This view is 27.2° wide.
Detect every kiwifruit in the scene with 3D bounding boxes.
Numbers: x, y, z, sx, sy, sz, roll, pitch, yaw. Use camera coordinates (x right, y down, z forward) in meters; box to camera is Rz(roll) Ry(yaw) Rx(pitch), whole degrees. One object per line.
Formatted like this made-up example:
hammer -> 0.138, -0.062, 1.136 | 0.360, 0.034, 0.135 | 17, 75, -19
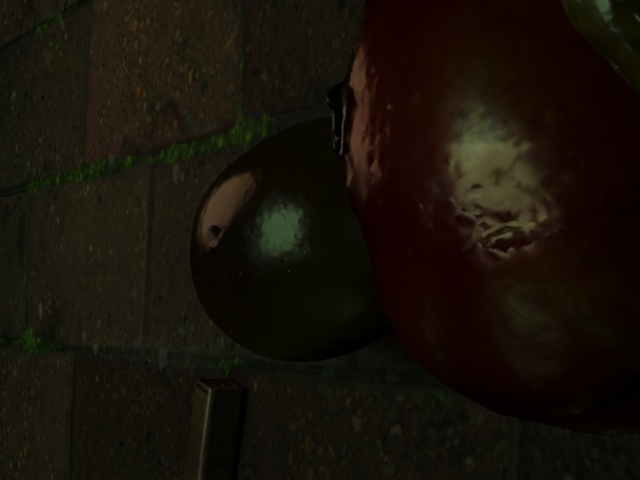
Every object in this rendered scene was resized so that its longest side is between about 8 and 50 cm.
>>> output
kiwifruit -> 0.000, 0.000, 1.087 | 0.234, 0.196, 0.196 | -16, 73, 52

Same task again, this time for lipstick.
lipstick -> -0.114, 0.222, 1.401 | 0.045, 0.045, 0.145 | 21, 106, 58

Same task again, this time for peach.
peach -> 0.139, -0.064, 0.766 | 0.281, 0.281, 0.338 | -59, 46, 39

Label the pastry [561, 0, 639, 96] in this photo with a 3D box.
pastry -> 0.216, -0.146, 0.612 | 0.240, 0.235, 0.132 | 57, 138, 7
